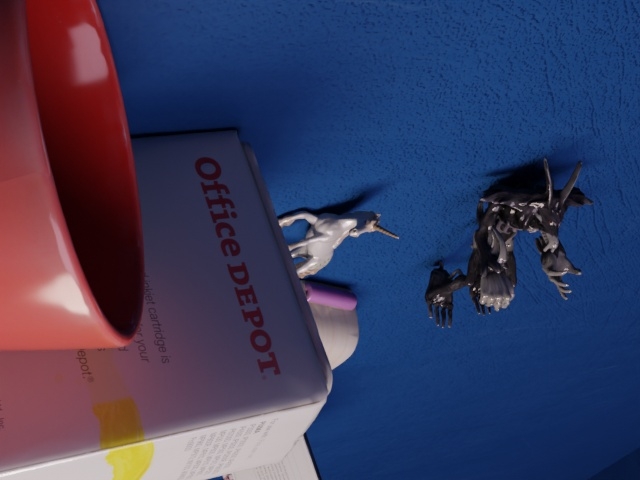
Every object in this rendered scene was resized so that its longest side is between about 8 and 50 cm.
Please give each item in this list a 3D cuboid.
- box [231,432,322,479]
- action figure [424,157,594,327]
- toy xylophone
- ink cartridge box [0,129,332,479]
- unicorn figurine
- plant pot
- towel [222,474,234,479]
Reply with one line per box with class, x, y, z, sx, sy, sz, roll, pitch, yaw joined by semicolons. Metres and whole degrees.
box;-0.069;0.345;1.434;0.119;0.182;0.181;-19;-178;-4
action figure;0.241;0.018;1.157;0.164;0.141;0.275;-5;153;-25
toy xylophone;-0.100;0.162;1.247;0.323;0.081;0.236;-33;151;22
ink cartridge box;-0.221;0.075;0.785;0.385;0.279;0.160;-8;151;-23
unicorn figurine;0.000;0.000;1.057;0.111;0.060;0.162;-9;167;-22
plant pot;-0.259;-0.048;0.590;0.243;0.275;0.275;-9;152;-1
towel;-0.138;0.398;1.528;0.029;0.197;0.144;-20;153;-8
